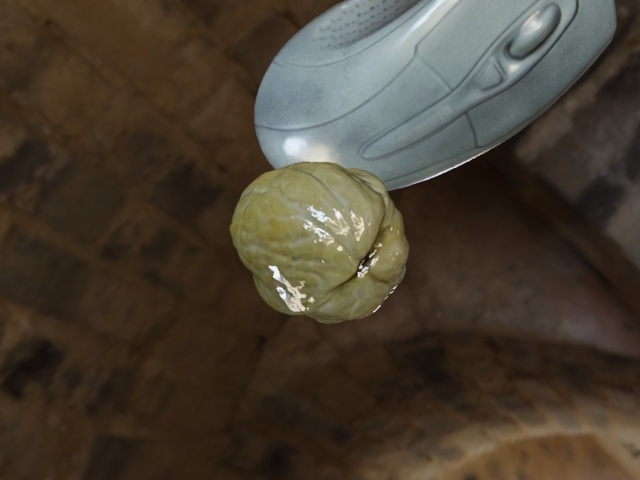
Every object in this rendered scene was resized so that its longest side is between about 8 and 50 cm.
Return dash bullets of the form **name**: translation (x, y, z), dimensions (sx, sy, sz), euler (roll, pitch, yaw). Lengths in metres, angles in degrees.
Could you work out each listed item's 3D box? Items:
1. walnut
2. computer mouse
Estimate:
- **walnut**: translation (0.000, 0.000, 0.764), dimensions (0.092, 0.092, 0.092), euler (-40, -17, -15)
- **computer mouse**: translation (0.113, -0.156, 1.390), dimensions (0.371, 0.122, 0.188), euler (-35, -54, 8)
